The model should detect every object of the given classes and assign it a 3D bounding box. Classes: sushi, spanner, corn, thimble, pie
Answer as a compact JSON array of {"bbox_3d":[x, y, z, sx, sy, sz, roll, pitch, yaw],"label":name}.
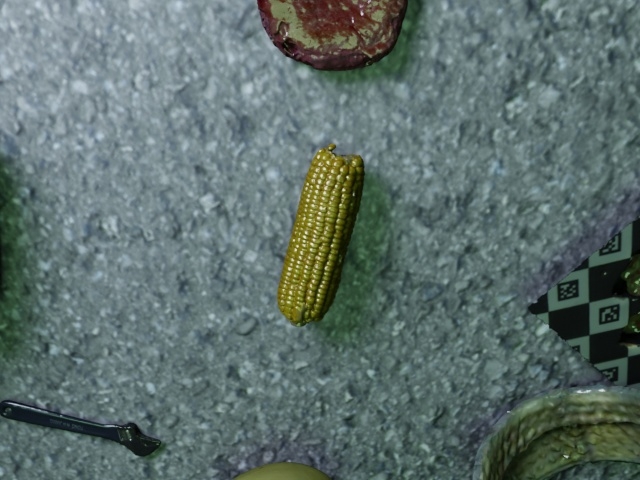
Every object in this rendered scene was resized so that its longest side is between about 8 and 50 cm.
[{"bbox_3d":[0.390,0.052,0.597,0.219,0.047,0.231,38,109,-19],"label":"sushi"},{"bbox_3d":[-0.311,0.242,0.656,0.208,0.012,0.046,16,109,-8],"label":"spanner"},{"bbox_3d":[0.000,0.000,0.551,0.068,0.068,0.208,13,106,-7],"label":"corn"},{"bbox_3d":[0.324,0.303,0.569,0.270,0.271,0.150,-24,107,6],"label":"thimble"},{"bbox_3d":[0.013,-0.235,0.481,0.153,0.038,0.154,-2,110,-4],"label":"pie"}]

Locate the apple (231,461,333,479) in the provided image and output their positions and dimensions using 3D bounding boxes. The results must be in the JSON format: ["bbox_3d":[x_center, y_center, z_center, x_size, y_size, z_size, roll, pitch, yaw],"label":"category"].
[{"bbox_3d":[-0.049,0.371,0.624,0.199,0.200,0.200,-1,110,-2],"label":"apple"}]
